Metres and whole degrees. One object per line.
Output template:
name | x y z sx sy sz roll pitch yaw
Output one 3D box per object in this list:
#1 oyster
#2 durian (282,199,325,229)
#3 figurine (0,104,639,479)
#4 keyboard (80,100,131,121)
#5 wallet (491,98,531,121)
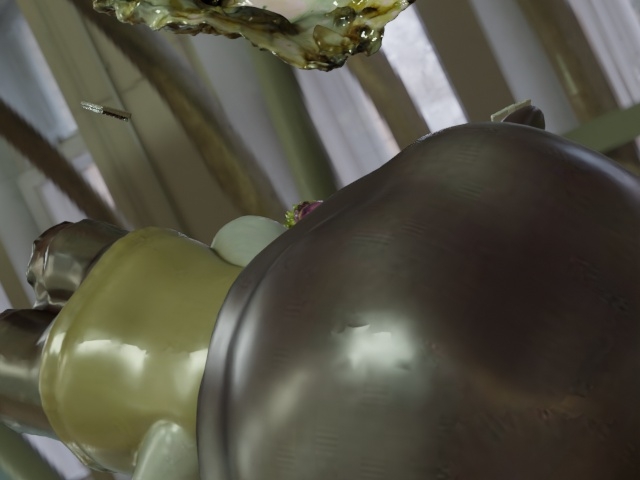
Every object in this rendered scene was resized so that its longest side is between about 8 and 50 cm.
oyster | -0.077 -0.254 1.324 0.107 0.354 0.201 90 -156 -50
durian | -0.001 -0.003 1.852 0.186 0.108 0.119 -1 -36 -37
figurine | 0.006 0.077 0.500 0.365 0.206 0.218 -7 34 53
keyboard | -0.356 -0.215 2.042 0.055 0.017 0.166 11 5 -24
wallet | 0.326 -0.209 2.090 0.083 0.044 0.011 -26 33 -19
